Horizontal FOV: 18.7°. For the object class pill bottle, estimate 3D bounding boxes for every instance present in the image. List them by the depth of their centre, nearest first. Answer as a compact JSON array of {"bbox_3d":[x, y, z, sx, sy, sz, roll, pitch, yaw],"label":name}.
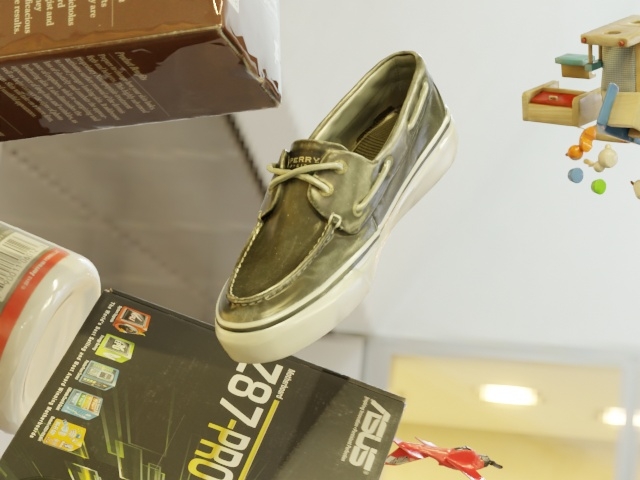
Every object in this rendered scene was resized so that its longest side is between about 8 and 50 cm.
[{"bbox_3d":[-0.442,0.051,2.113,0.363,0.210,0.210,23,-11,12],"label":"pill bottle"}]

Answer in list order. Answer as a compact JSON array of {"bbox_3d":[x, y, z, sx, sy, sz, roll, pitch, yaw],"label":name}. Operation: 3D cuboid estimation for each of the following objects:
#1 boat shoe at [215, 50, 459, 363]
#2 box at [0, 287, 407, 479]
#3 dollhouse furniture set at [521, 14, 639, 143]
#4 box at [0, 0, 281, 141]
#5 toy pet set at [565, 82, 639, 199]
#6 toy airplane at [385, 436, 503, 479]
[{"bbox_3d":[0.001,-0.038,1.642,0.121,0.335,0.119,3,-49,34],"label":"boat shoe"},{"bbox_3d":[-0.121,0.232,1.729,0.318,0.395,0.097,22,-54,4],"label":"box"},{"bbox_3d":[0.323,-0.200,2.345,0.183,0.129,0.129,9,22,38],"label":"dollhouse furniture set"},{"bbox_3d":[-0.240,-0.184,1.691,0.381,0.143,0.191,-4,-17,13],"label":"box"},{"bbox_3d":[0.278,-0.091,1.864,0.122,0.114,0.065,24,-9,-33],"label":"toy pet set"},{"bbox_3d":[0.127,0.231,2.081,0.151,0.028,0.151,14,11,-3],"label":"toy airplane"}]
